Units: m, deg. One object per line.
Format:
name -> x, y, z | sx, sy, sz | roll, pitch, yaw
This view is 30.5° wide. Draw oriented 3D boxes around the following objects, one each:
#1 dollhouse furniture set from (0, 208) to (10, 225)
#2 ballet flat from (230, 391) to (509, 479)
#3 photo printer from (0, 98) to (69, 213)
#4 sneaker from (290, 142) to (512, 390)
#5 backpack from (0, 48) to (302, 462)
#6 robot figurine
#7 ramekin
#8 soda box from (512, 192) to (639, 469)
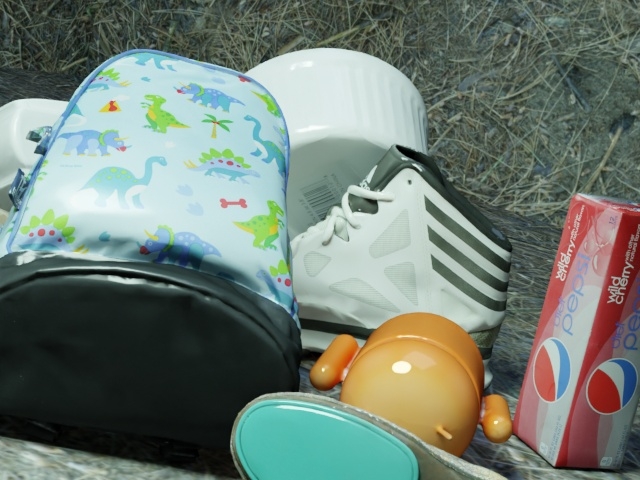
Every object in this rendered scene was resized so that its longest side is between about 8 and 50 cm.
dollhouse furniture set -> -0.254, 0.039, 1.176 | 0.184, 0.129, 0.129 | 18, 12, 24
ballet flat -> 0.081, 0.204, 0.877 | 0.316, 0.107, 0.106 | 22, -7, 18
photo printer -> -0.333, -0.067, 1.402 | 0.256, 0.107, 0.307 | 5, -17, -44
sneaker -> 0.001, 0.000, 1.326 | 0.448, 0.257, 0.169 | 13, 11, 3
backpack -> -0.145, -0.008, 1.048 | 0.290, 0.273, 0.355 | 11, 21, -3
robot figurine -> 0.084, 0.139, 1.075 | 0.158, 0.128, 0.219 | 53, 13, -1
ramekin -> 0.004, -0.082, 1.414 | 0.277, 0.277, 0.135 | 9, 44, -18
soda box -> 0.275, 0.091, 1.169 | 0.083, 0.263, 0.092 | 7, 12, -23
